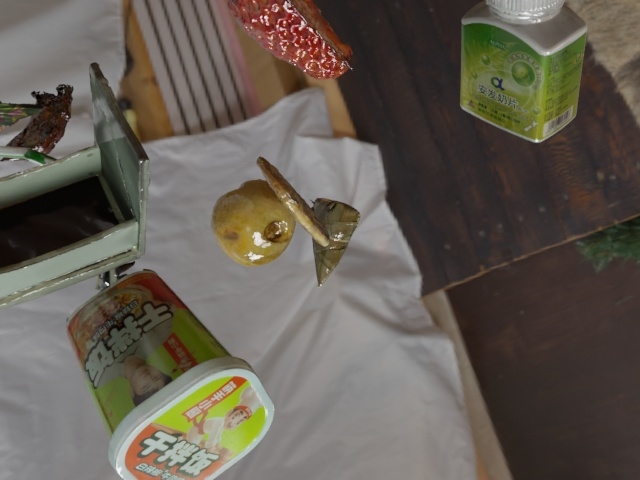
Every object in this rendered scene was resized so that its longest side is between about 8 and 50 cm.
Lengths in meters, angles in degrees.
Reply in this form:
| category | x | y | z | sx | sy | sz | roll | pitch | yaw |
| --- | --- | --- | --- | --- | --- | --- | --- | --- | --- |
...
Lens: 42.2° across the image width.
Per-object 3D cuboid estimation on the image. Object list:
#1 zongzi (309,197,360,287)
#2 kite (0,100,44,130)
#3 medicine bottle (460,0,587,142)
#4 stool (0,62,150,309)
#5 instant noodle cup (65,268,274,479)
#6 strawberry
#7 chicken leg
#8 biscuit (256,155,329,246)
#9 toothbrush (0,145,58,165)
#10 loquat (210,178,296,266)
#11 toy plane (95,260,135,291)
| category | x | y | z | sx | sy | sz | roll | pitch | yaw |
| --- | --- | --- | --- | --- | --- | --- | --- | --- | --- |
| zongzi | 0.000 | 0.000 | 1.735 | 0.178 | 0.081 | 0.189 | -70 | 20 | 1 |
| kite | -0.588 | -0.158 | 1.321 | 0.016 | 0.321 | 0.234 | 46 | 161 | 10 |
| medicine bottle | 0.234 | -0.226 | 0.964 | 0.132 | 0.088 | 0.189 | 35 | 147 | 37 |
| stool | -0.373 | -0.059 | 1.087 | 0.170 | 0.243 | 0.270 | 59 | 155 | 19 |
| instant noodle cup | -0.276 | 0.230 | 1.414 | 0.308 | 0.293 | 0.294 | 46 | 130 | 37 |
| strawberry | -0.080 | -0.442 | 1.662 | 0.150 | 0.280 | 0.253 | -36 | 37 | 17 |
| chicken leg | -0.635 | -0.262 | 1.888 | 0.063 | 0.105 | 0.234 | 116 | 175 | -75 |
| biscuit | -0.042 | -0.060 | 1.348 | 0.029 | 0.247 | 0.118 | -38 | 65 | 2 |
| toothbrush | -0.477 | -0.136 | 1.398 | 0.417 | 0.042 | 0.040 | 7 | 75 | 30 |
| loquat | -0.163 | -0.049 | 1.998 | 0.213 | 0.213 | 0.213 | 14 | 109 | 47 |
| toy plane | -0.397 | 0.096 | 1.646 | 0.192 | 0.088 | 0.262 | 44 | 131 | 34 |
